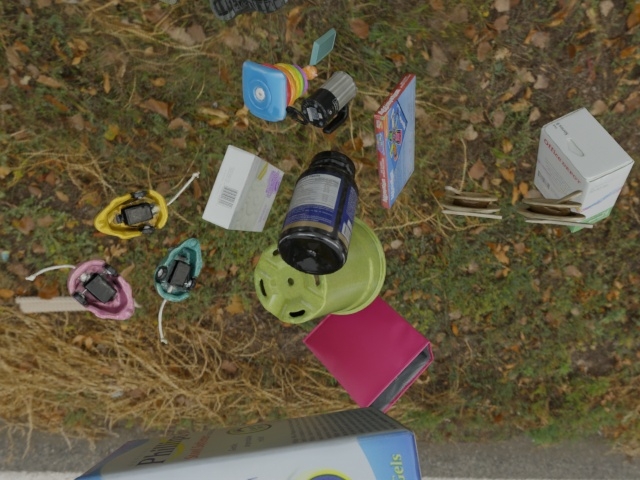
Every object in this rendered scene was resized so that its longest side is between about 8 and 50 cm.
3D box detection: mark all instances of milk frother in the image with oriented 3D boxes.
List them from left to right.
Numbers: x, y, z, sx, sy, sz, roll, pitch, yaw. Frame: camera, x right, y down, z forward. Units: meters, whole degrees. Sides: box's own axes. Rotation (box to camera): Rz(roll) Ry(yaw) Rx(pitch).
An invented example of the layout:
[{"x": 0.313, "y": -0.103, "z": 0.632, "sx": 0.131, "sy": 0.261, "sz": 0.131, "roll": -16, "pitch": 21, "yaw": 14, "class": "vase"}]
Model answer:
[{"x": -0.002, "y": -0.364, "z": 1.130, "sx": 0.143, "sy": 0.135, "sz": 0.129, "roll": 32, "pitch": 153, "yaw": 18, "class": "milk frother"}]

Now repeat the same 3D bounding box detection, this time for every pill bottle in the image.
[{"x": 0.004, "y": -0.058, "z": 0.789, "sx": 0.122, "sy": 0.219, "sz": 0.123, "roll": 9, "pitch": 143, "yaw": 7, "class": "pill bottle"}]

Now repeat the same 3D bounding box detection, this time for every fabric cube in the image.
[{"x": 0.148, "y": 0.329, "z": 1.276, "sx": 0.254, "sy": 0.258, "sz": 0.259, "roll": -45, "pitch": 150, "yaw": -8, "class": "fabric cube"}]

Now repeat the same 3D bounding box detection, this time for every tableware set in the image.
[{"x": 0.272, "y": -0.057, "z": 0.617, "sx": 0.194, "sy": 0.128, "sz": 0.039, "roll": 7, "pitch": 104, "yaw": 17, "class": "tableware set"}]

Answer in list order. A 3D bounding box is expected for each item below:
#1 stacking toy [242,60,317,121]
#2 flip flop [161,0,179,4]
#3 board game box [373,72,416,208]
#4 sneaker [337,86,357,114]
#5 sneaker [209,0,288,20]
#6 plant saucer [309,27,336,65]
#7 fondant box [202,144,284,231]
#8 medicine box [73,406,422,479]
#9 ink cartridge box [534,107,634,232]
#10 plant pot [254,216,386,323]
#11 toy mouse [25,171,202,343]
[{"x": -0.108, "y": -0.529, "z": 1.441, "sx": 0.175, "sy": 0.302, "sz": 0.166, "roll": 25, "pitch": 134, "yaw": 23, "class": "stacking toy"}, {"x": -0.494, "y": -0.721, "z": 1.208, "sx": 0.080, "sy": 0.277, "sz": 0.112, "roll": -34, "pitch": 143, "yaw": -36, "class": "flip flop"}, {"x": 0.173, "y": -0.214, "z": 0.980, "sx": 0.027, "sy": 0.145, "sz": 0.281, "roll": 22, "pitch": 151, "yaw": 24, "class": "board game box"}, {"x": 0.075, "y": -0.512, "z": 1.564, "sx": 0.079, "sy": 0.217, "sz": 0.121, "roll": 31, "pitch": 112, "yaw": 3, "class": "sneaker"}, {"x": -0.173, "y": -0.654, "z": 1.133, "sx": 0.267, "sy": 0.106, "sz": 0.101, "roll": 10, "pitch": 135, "yaw": 32, "class": "sneaker"}, {"x": 0.010, "y": -0.570, "z": 1.271, "sx": 0.018, "sy": 0.192, "sz": 0.067, "roll": 20, "pitch": 130, "yaw": 5, "class": "plant saucer"}, {"x": -0.244, "y": -0.158, "z": 1.438, "sx": 0.096, "sy": 0.330, "sz": 0.239, "roll": 22, "pitch": 94, "yaw": 9, "class": "fondant box"}, {"x": -0.052, "y": 0.316, "z": 0.393, "sx": 0.289, "sy": 0.264, "sz": 0.149, "roll": -5, "pitch": 167, "yaw": -9, "class": "medicine box"}, {"x": 0.527, "y": -0.138, "z": 0.887, "sx": 0.093, "sy": 0.154, "sz": 0.212, "roll": -27, "pitch": 148, "yaw": 10, "class": "ink cartridge box"}, {"x": -0.015, "y": 0.076, "z": 1.022, "sx": 0.275, "sy": 0.254, "sz": 0.276, "roll": 4, "pitch": 99, "yaw": 25, "class": "plant pot"}, {"x": -0.165, "y": 0.029, "z": 0.391, "sx": 0.161, "sy": 0.031, "sz": 0.143, "roll": -29, "pitch": 117, "yaw": -39, "class": "toy mouse"}]
